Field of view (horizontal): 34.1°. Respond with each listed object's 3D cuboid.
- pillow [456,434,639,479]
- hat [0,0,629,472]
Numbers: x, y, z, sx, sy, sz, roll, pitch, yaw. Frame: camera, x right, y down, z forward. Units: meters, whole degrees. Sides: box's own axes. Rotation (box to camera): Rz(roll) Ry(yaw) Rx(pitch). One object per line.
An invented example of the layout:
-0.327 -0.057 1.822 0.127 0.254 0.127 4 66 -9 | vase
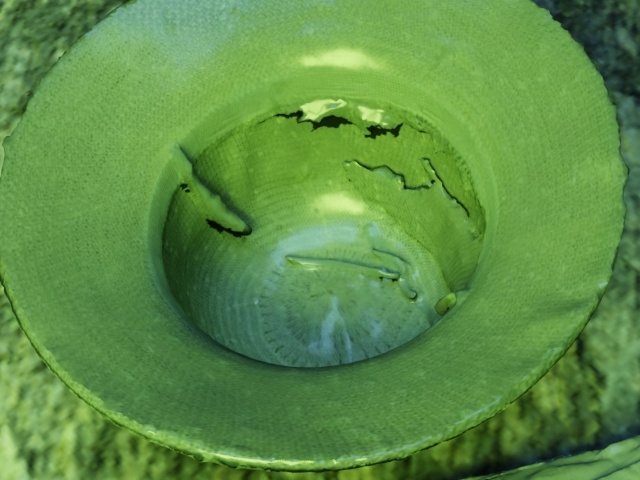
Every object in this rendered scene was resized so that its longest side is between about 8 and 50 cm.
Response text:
0.129 0.143 0.410 0.229 0.050 0.148 -14 51 -4 | pillow
0.000 0.000 0.464 0.257 0.130 0.257 -3 58 4 | hat
